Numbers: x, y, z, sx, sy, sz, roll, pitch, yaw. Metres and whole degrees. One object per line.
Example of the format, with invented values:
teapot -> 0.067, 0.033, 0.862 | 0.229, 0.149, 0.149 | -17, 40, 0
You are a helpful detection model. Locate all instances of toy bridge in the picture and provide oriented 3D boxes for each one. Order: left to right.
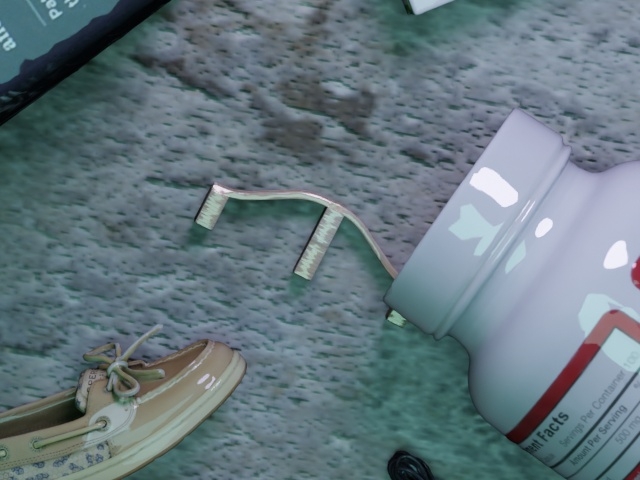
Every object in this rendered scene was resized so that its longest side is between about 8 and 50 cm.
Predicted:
toy bridge -> 0.000, 0.000, 1.506 | 0.188, 0.026, 0.063 | 27, 95, -5

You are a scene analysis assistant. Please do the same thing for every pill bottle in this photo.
pill bottle -> 0.258, 0.090, 1.411 | 0.407, 0.229, 0.229 | 35, 95, 3

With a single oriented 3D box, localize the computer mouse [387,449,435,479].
computer mouse -> 0.040, 0.266, 1.535 | 0.106, 0.042, 0.193 | 43, 89, -11

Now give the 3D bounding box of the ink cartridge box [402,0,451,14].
ink cartridge box -> 0.143, -0.255, 1.457 | 0.209, 0.062, 0.109 | -22, 97, 1

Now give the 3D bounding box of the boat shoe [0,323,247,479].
boat shoe -> -0.192, 0.142, 1.481 | 0.285, 0.104, 0.089 | -29, 100, 3

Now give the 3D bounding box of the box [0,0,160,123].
box -> -0.355, -0.148, 1.250 | 0.471, 0.480, 0.297 | -33, 98, 3
